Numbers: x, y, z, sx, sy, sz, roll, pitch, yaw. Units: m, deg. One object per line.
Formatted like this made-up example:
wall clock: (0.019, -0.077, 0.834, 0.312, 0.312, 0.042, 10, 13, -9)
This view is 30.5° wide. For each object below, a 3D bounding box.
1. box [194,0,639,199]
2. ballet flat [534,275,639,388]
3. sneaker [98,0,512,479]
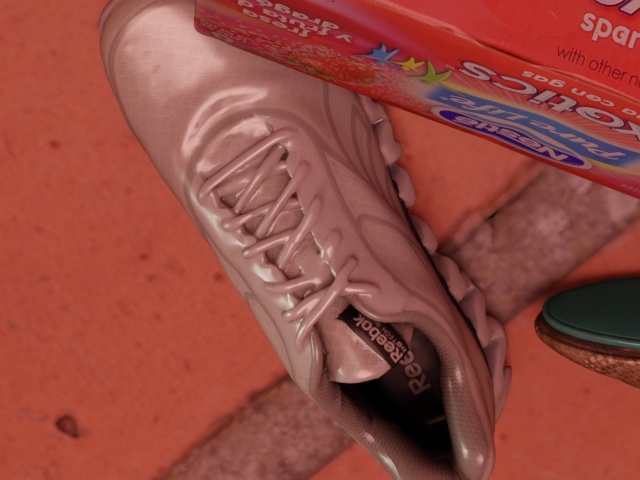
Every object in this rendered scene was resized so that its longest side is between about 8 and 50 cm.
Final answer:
box: (0.113, -0.114, 0.465, 0.300, 0.142, 0.154, 19, 85, -5)
ballet flat: (0.213, 0.052, 0.588, 0.206, 0.073, 0.067, -5, 125, 8)
sneaker: (0.000, 0.000, 0.551, 0.110, 0.118, 0.292, -34, 104, 16)
